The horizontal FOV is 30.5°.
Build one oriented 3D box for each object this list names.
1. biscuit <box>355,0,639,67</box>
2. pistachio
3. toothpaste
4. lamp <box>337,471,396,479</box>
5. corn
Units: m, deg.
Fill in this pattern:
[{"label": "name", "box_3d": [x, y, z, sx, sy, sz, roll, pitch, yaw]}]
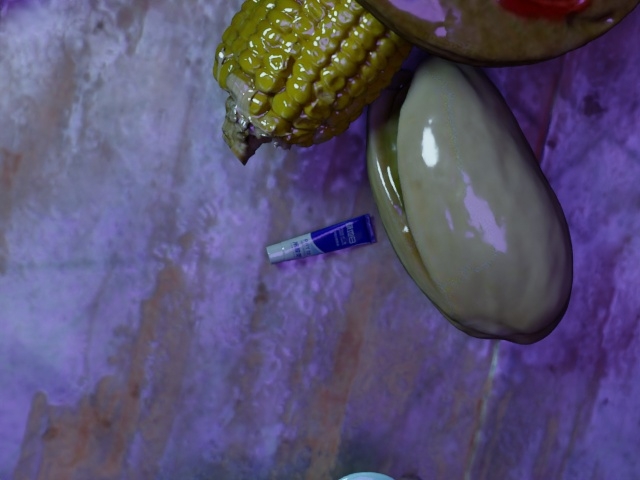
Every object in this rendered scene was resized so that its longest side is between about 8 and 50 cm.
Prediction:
[{"label": "biscuit", "box_3d": [0.159, -0.272, 0.748, 0.314, 0.063, 0.367, 40, 82, -11]}, {"label": "pistachio", "box_3d": [0.109, -0.027, 0.850, 0.135, 0.136, 0.226, -24, 93, 1]}, {"label": "toothpaste", "box_3d": [0.000, 0.000, 0.898, 0.083, 0.015, 0.024, -14, 108, -6]}, {"label": "lamp", "box_3d": [-0.004, 0.317, 0.882, 0.209, 0.147, 0.284, -12, 92, 1]}, {"label": "corn", "box_3d": [0.036, -0.187, 0.816, 0.119, 0.119, 0.322, 38, 96, -9]}]
